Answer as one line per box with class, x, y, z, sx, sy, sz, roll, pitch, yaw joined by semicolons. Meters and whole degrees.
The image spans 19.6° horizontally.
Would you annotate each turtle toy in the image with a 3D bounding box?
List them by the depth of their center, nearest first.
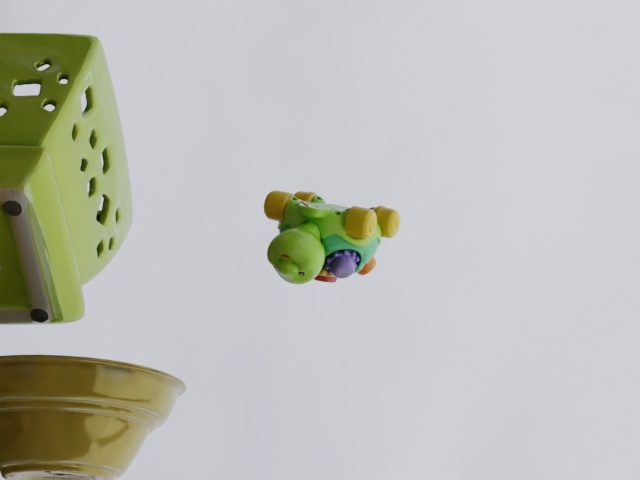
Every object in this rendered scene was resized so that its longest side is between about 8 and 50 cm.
turtle toy;0.000;0.000;1.445;0.095;0.130;0.066;12;-83;23

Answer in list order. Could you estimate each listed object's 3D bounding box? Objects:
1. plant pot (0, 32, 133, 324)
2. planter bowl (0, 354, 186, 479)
plant pot;-0.315;-0.046;1.733;0.207;0.228;0.227;-79;166;-51
planter bowl;-0.228;0.167;1.625;0.217;0.217;0.090;-25;-121;57
